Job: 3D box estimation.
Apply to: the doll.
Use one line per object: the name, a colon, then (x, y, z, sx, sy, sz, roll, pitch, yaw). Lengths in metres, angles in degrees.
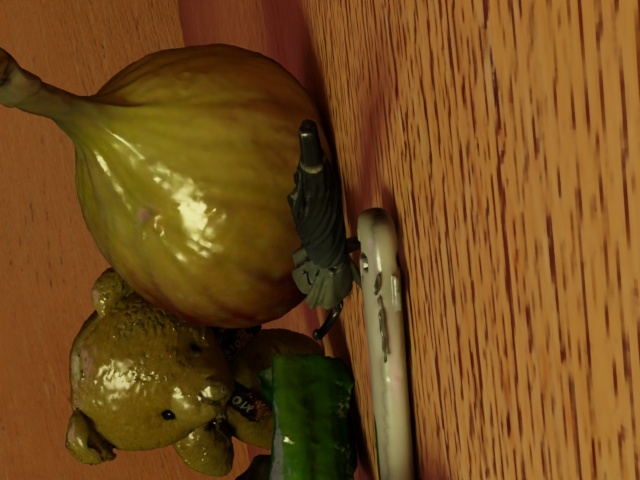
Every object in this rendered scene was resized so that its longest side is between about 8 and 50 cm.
doll: (-0.065, 0.089, 0.664, 0.097, 0.210, 0.137, 7, 87, 46)

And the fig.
fig: (-0.069, -0.051, 0.535, 0.230, 0.143, 0.160, 71, -171, -61)

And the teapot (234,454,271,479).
teapot: (-0.062, 0.274, 0.747, 0.182, 0.173, 0.269, 42, -130, -33)

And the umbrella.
umbrella: (0.003, -0.004, 0.455, 0.044, 0.044, 0.269, 32, 164, 11)

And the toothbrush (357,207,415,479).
toothbrush: (0.032, 0.181, 0.501, 0.042, 0.040, 0.417, -101, 5, -68)

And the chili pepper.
chili pepper: (0.002, 0.192, 0.604, 0.099, 0.084, 0.253, 67, -163, -84)
